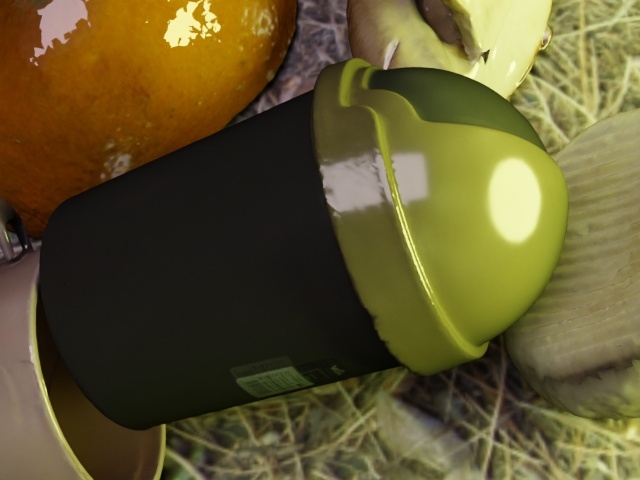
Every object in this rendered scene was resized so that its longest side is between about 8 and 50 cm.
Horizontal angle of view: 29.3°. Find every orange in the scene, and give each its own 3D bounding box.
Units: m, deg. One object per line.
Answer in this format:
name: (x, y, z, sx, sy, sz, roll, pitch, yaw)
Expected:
orange: (-0.187, -0.156, 1.023, 0.274, 0.274, 0.310, 50, 119, 24)

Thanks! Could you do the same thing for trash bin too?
trash bin: (0.000, 0.000, 0.817, 0.334, 0.214, 0.214, -19, 66, 22)

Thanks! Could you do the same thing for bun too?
bun: (0.226, 0.022, 0.834, 0.222, 0.127, 0.222, -31, 48, 42)

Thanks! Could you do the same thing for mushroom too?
mushroom: (0.091, -0.212, 0.947, 0.151, 0.156, 0.286, 16, 82, 38)

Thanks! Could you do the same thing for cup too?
cup: (-0.253, 0.092, 0.873, 0.200, 0.191, 0.253, -17, 101, 13)
